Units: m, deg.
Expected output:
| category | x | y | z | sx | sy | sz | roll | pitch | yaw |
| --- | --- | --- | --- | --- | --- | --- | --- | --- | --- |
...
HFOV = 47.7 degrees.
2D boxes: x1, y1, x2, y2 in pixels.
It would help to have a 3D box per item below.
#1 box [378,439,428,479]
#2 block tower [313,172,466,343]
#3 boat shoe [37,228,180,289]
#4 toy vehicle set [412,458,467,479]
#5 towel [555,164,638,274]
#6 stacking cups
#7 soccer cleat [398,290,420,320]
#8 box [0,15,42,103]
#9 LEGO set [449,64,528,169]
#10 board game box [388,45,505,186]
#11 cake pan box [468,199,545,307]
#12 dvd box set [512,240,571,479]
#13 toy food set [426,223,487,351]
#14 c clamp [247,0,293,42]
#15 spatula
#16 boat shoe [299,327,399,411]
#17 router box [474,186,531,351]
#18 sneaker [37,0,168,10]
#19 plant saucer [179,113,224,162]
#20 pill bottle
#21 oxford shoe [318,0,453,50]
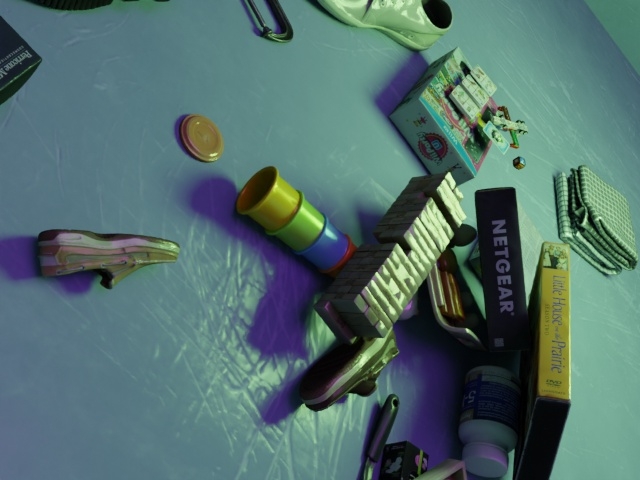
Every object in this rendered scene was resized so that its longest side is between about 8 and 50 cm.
| category | x | y | z | sx | sy | sz | roll | pitch | yaw |
| --- | --- | --- | --- | --- | --- | --- | --- | --- | --- |
| box | 0.138 | 0.387 | 1.208 | 0.062 | 0.052 | 0.083 | 39 | 48 | -28 |
| block tower | 0.129 | 0.025 | 1.225 | 0.335 | 0.097 | 0.091 | -50 | 118 | -30 |
| boat shoe | -0.275 | 0.029 | 0.953 | 0.190 | 0.068 | 0.072 | 4 | 80 | -35 |
| toy vehicle set | 0.145 | 0.471 | 1.131 | 0.267 | 0.035 | 0.166 | -14 | 96 | -42 |
| towel | 0.802 | -0.062 | 2.086 | 0.283 | 0.121 | 0.235 | 33 | 49 | -31 |
| stacking cups | 0.000 | 0.000 | 1.239 | 0.316 | 0.096 | 0.096 | 38 | 47 | -32 |
| soccer cleat | 0.157 | 0.057 | 1.387 | 0.076 | 0.068 | 0.196 | 27 | 56 | -32 |
| box | -0.464 | -0.229 | 0.841 | 0.207 | 0.108 | 0.153 | 46 | 43 | -19 |
| LEGO set | 0.402 | -0.277 | 1.701 | 0.244 | 0.060 | 0.182 | 48 | 46 | -7 |
| board game box | 0.306 | -0.287 | 1.695 | 0.224 | 0.097 | 0.303 | 51 | 43 | -14 |
| cake pan box | 0.474 | 0.057 | 1.720 | 0.246 | 0.070 | 0.267 | 53 | 42 | -16 |
| dvd box set | 0.432 | 0.247 | 1.413 | 0.420 | 0.062 | 0.308 | -68 | 162 | -48 |
| toy food set | 0.270 | 0.055 | 1.421 | 0.220 | 0.092 | 0.306 | 38 | 41 | -63 |
| c clamp | -0.117 | -0.445 | 1.389 | 0.161 | 0.022 | 0.137 | 58 | 36 | -5 |
| spatula | 0.082 | 0.373 | 1.170 | 0.084 | 0.030 | 0.296 | 42 | 45 | -21 |
| boat shoe | 0.063 | 0.215 | 1.186 | 0.257 | 0.095 | 0.095 | -36 | 104 | -49 |
| router box | 0.364 | 0.047 | 1.460 | 0.243 | 0.081 | 0.309 | -17 | 102 | -77 |
| sneaker | -0.343 | -0.437 | 1.088 | 0.330 | 0.122 | 0.146 | -19 | 67 | -48 |
| plant saucer | -0.190 | -0.166 | 1.171 | 0.083 | 0.013 | 0.083 | 23 | 54 | -37 |
| pill bottle | 0.320 | 0.344 | 1.376 | 0.112 | 0.112 | 0.187 | 41 | 46 | -25 |
| oxford shoe | 0.141 | -0.553 | 1.633 | 0.449 | 0.130 | 0.169 | 8 | 66 | -43 |
